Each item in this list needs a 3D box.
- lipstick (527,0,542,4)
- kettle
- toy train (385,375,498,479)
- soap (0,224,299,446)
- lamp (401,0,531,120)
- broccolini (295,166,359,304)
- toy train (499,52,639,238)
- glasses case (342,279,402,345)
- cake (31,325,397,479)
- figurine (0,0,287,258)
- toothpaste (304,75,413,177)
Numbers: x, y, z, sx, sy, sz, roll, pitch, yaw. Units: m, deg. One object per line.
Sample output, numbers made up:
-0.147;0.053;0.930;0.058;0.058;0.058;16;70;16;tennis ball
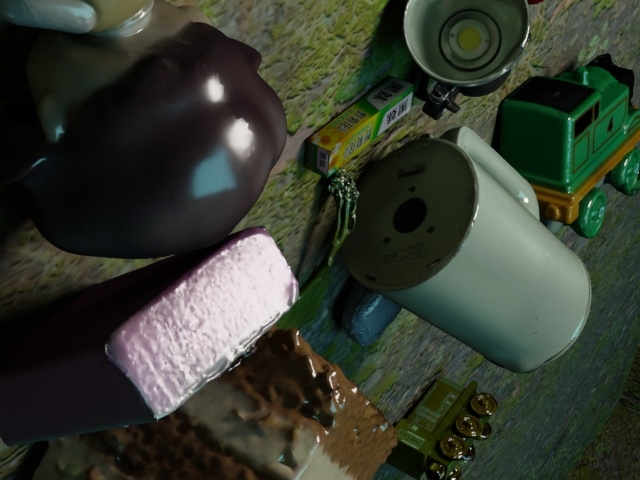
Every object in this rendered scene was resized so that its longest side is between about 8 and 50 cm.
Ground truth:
0.234;-0.357;1.483;0.241;0.080;0.080;4;111;-63;lipstick
0.190;0.007;1.545;0.205;0.265;0.318;-42;134;16;kettle
0.217;0.329;2.065;0.225;0.137;0.090;-44;151;-43;toy train
-0.160;0.083;0.976;0.181;0.259;0.081;-38;104;-39;soap
0.180;-0.231;1.440;0.172;0.147;0.227;-56;169;1;lamp
0.006;0.002;1.433;0.054;0.052;0.194;-4;118;-57;broccolini
0.408;-0.167;1.912;0.429;0.178;0.249;-39;135;-40;toy train
0.118;0.020;1.646;0.282;0.067;0.109;-59;156;-12;glasses case
-0.102;0.222;1.213;0.290;0.255;0.282;-54;156;-8;cake
-0.168;-0.143;0.864;0.218;0.206;0.365;-69;142;-49;figurine
0.047;-0.137;1.389;0.178;0.037;0.043;-40;146;-39;toothpaste
